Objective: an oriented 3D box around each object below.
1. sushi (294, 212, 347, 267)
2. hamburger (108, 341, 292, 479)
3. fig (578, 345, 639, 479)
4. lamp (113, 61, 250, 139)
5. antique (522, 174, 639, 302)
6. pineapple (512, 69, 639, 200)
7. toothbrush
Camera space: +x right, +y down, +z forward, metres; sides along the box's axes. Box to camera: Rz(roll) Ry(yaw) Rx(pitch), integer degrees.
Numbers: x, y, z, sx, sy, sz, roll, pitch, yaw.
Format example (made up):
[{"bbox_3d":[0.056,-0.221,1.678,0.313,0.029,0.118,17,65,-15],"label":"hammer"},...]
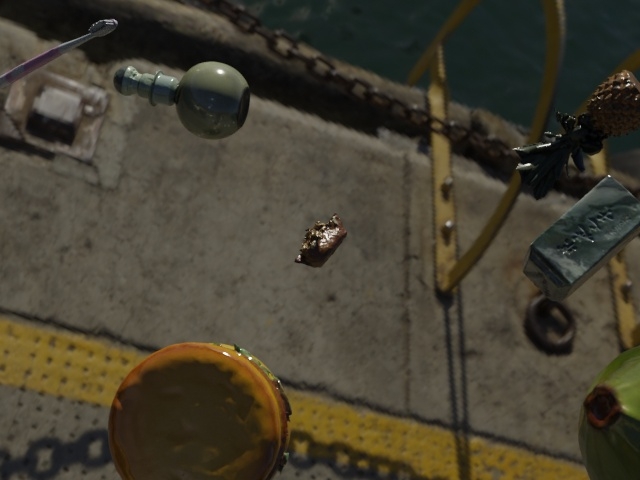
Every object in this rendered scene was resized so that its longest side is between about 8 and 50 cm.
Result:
[{"bbox_3d":[-0.001,0.002,1.785,0.060,0.061,0.118,38,45,3],"label":"sushi"},{"bbox_3d":[-0.154,0.248,1.427,0.246,0.170,0.246,-1,84,9],"label":"hamburger"},{"bbox_3d":[0.459,0.254,1.355,0.316,0.316,0.316,15,52,-20],"label":"fig"},{"bbox_3d":[-0.166,-0.173,1.275,0.163,0.091,0.091,15,49,7],"label":"lamp"},{"bbox_3d":[0.383,0.003,1.593,0.183,0.086,0.088,-40,72,-13],"label":"antique"},{"bbox_3d":[0.494,-0.194,2.046,0.130,0.277,0.119,42,25,-29],"label":"pineapple"},{"bbox_3d":[-0.420,-0.291,1.700,0.025,0.286,0.020,-7,82,-53],"label":"toothbrush"}]
